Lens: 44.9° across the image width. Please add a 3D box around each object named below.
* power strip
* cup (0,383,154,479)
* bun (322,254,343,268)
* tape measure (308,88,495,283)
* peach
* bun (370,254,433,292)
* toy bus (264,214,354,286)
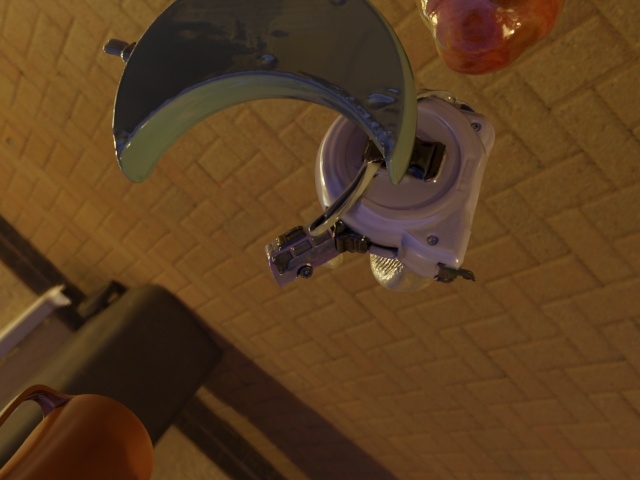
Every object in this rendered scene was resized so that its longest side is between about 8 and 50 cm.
[{"bbox_3d":[-0.052,-0.120,0.578,0.254,0.167,0.054,4,168,15],"label":"power strip"},{"bbox_3d":[-0.366,0.315,1.051,0.182,0.264,0.226,-39,92,15],"label":"cup"},{"bbox_3d":[0.009,0.011,1.399,0.055,0.086,0.086,-10,139,-4],"label":"bun"},{"bbox_3d":[0.081,-0.065,0.792,0.179,0.196,0.105,9,162,7],"label":"tape measure"},{"bbox_3d":[0.263,-0.371,1.167,0.214,0.236,0.214,59,-176,-7],"label":"peach"},{"bbox_3d":[0.179,0.018,1.500,0.114,0.166,0.173,9,166,-28],"label":"bun"},{"bbox_3d":[0.000,0.000,0.863,0.052,0.131,0.037,61,-179,-33],"label":"toy bus"}]
